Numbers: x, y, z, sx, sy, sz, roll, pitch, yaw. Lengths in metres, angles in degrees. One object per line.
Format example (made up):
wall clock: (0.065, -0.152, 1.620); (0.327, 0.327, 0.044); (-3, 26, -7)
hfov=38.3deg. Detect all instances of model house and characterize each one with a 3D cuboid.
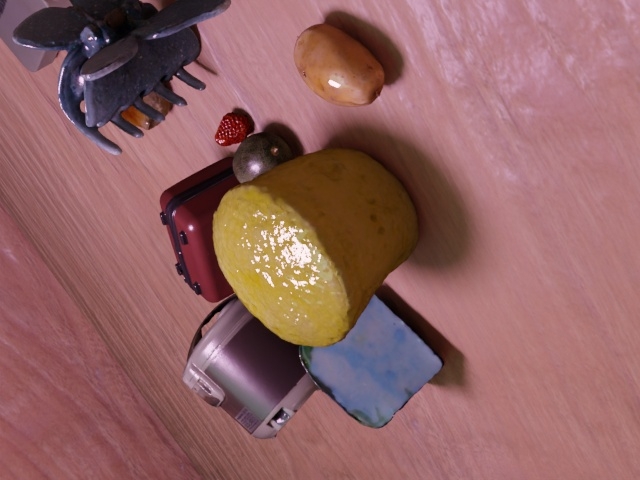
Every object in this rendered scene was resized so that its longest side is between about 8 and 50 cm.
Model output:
model house: (0.108, 0.258, 2.041); (0.261, 0.226, 0.241); (45, -179, 10)

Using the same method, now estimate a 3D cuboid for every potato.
potato: (0.028, -0.289, 1.546); (0.178, 0.109, 0.118); (41, 173, 24)

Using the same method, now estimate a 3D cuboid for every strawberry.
strawberry: (-0.188, -0.230, 1.948); (0.073, 0.083, 0.073); (32, 162, 11)

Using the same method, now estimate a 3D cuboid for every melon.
melon: (-0.120, -0.165, 1.897); (0.114, 0.114, 0.167); (51, 154, -5)

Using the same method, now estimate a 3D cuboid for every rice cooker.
rice cooker: (-0.156, 0.291, 2.285); (0.325, 0.335, 0.335); (42, 151, 3)

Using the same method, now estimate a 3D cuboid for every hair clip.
hair clip: (-0.383, -0.361, 1.818); (0.392, 0.318, 0.238); (28, 148, 30)

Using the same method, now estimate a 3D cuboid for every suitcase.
suitcase: (-0.224, -0.023, 2.097); (0.161, 0.236, 0.297); (41, 153, 36)

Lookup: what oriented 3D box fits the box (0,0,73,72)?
box: (-0.758, -0.624, 2.239); (0.367, 0.090, 0.373); (51, 151, -7)

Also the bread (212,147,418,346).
bread: (0.000, 0.000, 1.733); (0.348, 0.308, 0.348); (34, 143, 31)

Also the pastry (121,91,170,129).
pastry: (-0.432, -0.353, 2.115); (0.192, 0.093, 0.182); (36, 153, 18)
